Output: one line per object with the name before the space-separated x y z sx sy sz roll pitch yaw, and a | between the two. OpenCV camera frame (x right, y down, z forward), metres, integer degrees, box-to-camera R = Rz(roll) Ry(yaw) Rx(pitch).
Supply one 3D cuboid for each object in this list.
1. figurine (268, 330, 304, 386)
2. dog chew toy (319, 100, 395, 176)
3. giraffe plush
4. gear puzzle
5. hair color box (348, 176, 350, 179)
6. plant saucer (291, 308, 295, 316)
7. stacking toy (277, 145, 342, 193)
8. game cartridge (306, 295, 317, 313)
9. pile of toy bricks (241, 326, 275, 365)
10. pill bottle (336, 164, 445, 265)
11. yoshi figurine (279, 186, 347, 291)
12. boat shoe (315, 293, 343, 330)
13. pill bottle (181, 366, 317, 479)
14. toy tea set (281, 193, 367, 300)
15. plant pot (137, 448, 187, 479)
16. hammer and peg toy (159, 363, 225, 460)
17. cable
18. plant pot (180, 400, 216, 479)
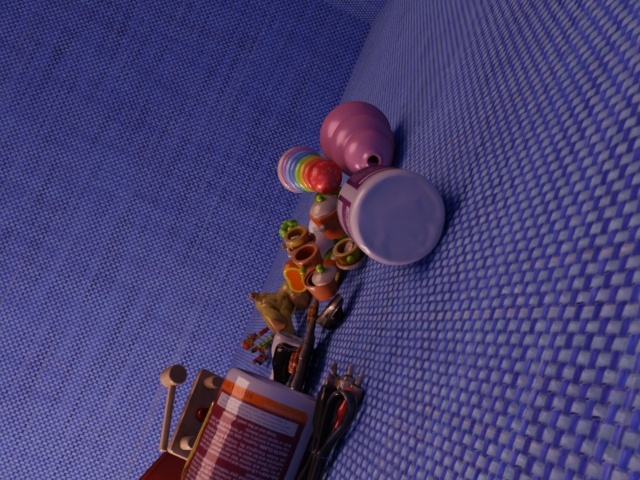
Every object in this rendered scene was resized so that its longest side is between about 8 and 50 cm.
figurine | -0.114 0.377 1.864 0.215 0.093 0.209 -134 64 -82
dog chew toy | 0.111 -0.263 1.838 0.206 0.207 0.332 -64 16 17
giraffe plush | -0.103 0.193 2.070 0.171 0.210 0.181 -36 -25 -11
gear puzzle | -0.051 0.283 1.668 0.175 0.044 0.338 92 -169 -50
hair color box | 0.112 -0.181 2.102 0.072 0.043 0.141 150 142 -75
plant saucer | -0.078 0.166 2.231 0.188 0.045 0.188 -51 -15 -86
stacking toy | -0.023 -0.192 1.881 0.141 0.141 0.330 -66 17 2
game cartridge | -0.017 0.180 2.018 0.056 0.017 0.083 131 161 -75
pile of toy bricks | -0.206 0.374 2.453 0.105 0.118 0.212 -38 -6 5
pill bottle | 0.121 -0.058 1.282 0.301 0.169 0.169 -121 55 -80
yoshi figurine | 0.008 -0.029 1.908 0.203 0.204 0.362 -40 20 36
boat shoe | 0.033 0.174 1.607 0.056 0.049 0.152 -50 -4 -27
pill bottle | -0.158 0.478 1.358 0.224 0.224 0.392 152 141 -77
toy tea set | 0.000 0.000 1.670 0.200 0.124 0.336 -30 33 1
plant pot | -0.407 0.752 2.146 0.235 0.267 0.267 -55 3 -25
hammer and peg toy | -0.336 0.519 1.935 0.127 0.361 0.265 -22 42 49
cable | 0.021 0.368 1.224 0.139 0.072 0.287 5 83 64
plant pot | -0.228 0.561 1.699 0.212 0.187 0.212 -156 89 -82
